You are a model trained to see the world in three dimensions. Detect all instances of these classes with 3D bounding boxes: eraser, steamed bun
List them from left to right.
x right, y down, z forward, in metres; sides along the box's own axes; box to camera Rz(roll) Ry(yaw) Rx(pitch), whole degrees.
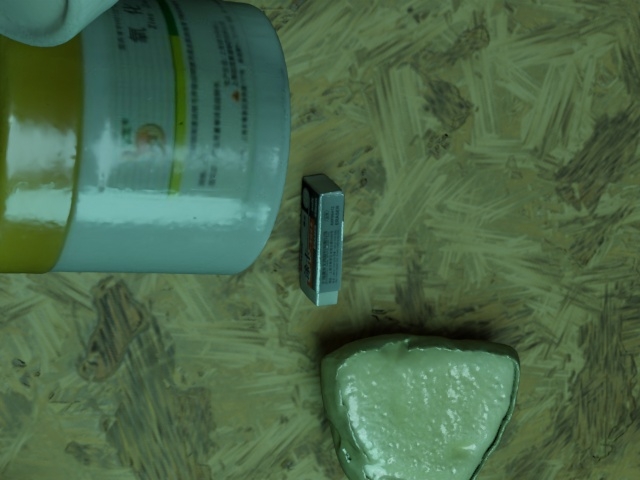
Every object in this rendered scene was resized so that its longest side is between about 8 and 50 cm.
[{"bbox_3d":[0.000,0.000,1.244,0.029,0.052,0.122,-7,113,-20],"label":"eraser"},{"bbox_3d":[0.089,0.202,1.335,0.231,0.110,0.212,7,91,-22],"label":"steamed bun"}]

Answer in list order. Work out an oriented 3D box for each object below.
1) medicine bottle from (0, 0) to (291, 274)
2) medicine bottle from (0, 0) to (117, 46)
[{"bbox_3d":[-0.170,-0.091,1.029,0.232,0.238,0.238,1,111,-25],"label":"medicine bottle"},{"bbox_3d":[-0.122,-0.321,0.894,0.371,0.211,0.211,-49,125,-28],"label":"medicine bottle"}]
